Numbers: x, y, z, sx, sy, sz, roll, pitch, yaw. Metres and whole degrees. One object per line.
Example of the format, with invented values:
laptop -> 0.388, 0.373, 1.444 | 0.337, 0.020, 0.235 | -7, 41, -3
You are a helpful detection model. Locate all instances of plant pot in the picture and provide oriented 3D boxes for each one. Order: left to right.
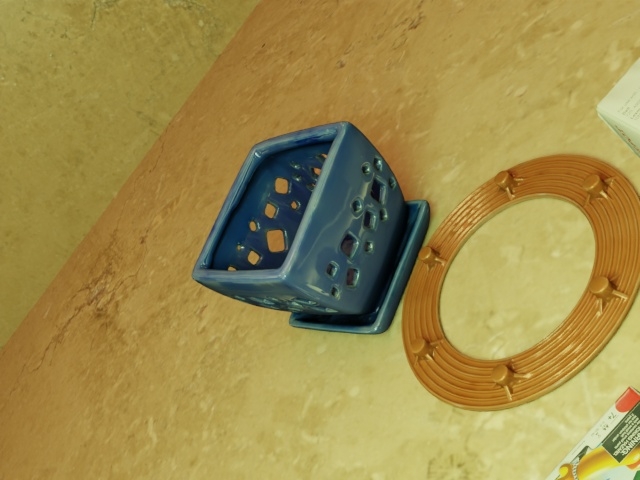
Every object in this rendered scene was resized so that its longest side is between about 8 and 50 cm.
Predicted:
plant pot -> 0.000, 0.000, 1.093 | 0.236, 0.212, 0.235 | -5, 56, 53

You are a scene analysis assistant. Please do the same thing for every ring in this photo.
ring -> 0.218, 0.037, 0.933 | 0.337, 0.032, 0.336 | -35, 36, 30

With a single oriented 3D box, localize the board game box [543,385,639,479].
board game box -> 0.226, 0.293, 0.651 | 0.305, 0.053, 0.193 | -51, 31, 7

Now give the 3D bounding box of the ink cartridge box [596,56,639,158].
ink cartridge box -> 0.369, -0.070, 0.681 | 0.092, 0.160, 0.219 | -50, 37, 10
